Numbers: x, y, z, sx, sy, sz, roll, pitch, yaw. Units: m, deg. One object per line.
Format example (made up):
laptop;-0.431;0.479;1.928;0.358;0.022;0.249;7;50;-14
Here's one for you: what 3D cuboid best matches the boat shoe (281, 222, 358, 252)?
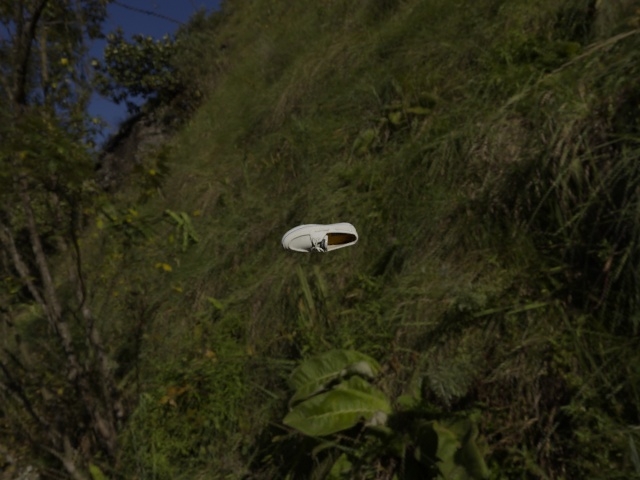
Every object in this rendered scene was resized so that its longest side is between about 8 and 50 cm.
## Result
boat shoe;0.000;0.000;0.706;0.100;0.035;0.035;-6;23;-10
